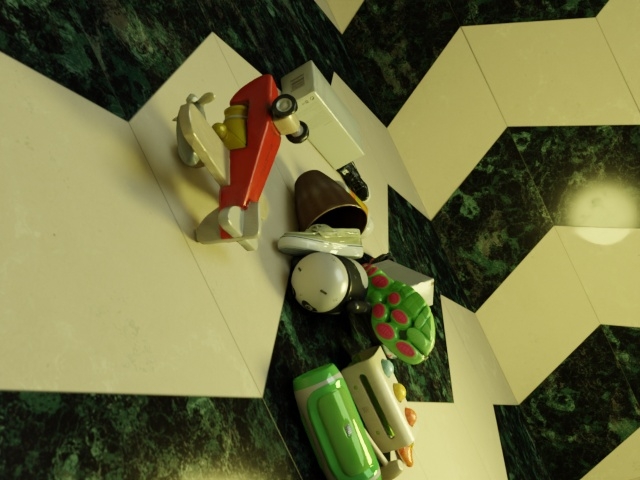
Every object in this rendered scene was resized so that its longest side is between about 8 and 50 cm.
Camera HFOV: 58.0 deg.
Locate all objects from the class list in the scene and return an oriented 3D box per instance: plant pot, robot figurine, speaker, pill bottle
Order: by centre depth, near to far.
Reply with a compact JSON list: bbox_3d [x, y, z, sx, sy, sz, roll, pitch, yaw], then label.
[{"bbox_3d":[0.038,0.449,1.362,0.297,0.131,0.131,67,21,6],"label":"speaker"},{"bbox_3d":[0.031,0.127,1.643,0.278,0.209,0.174,17,67,-63],"label":"robot figurine"},{"bbox_3d":[0.005,-0.111,1.835,0.215,0.215,0.231,36,21,-51],"label":"plant pot"},{"bbox_3d":[0.094,-0.100,2.078,0.245,0.136,0.137,39,33,-48],"label":"pill bottle"}]

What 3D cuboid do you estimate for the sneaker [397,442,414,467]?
[{"bbox_3d":[0.266,0.613,1.795,0.064,0.067,0.175,41,33,-49],"label":"sneaker"}]

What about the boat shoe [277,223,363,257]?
[{"bbox_3d":[0.000,0.000,1.698,0.302,0.109,0.094,7,75,-40],"label":"boat shoe"}]

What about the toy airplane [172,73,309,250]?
[{"bbox_3d":[-0.215,-0.168,1.340,0.384,0.272,0.387,-49,149,-56],"label":"toy airplane"}]

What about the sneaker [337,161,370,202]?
[{"bbox_3d":[0.126,-0.259,2.425,0.121,0.079,0.217,16,44,-58],"label":"sneaker"}]

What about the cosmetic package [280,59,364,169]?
[{"bbox_3d":[0.012,-0.491,2.299,0.385,0.156,0.217,47,28,-41],"label":"cosmetic package"}]

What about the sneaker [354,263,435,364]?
[{"bbox_3d":[0.220,0.234,1.766,0.202,0.185,0.483,61,-5,-28],"label":"sneaker"}]

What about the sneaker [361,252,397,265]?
[{"bbox_3d":[0.240,0.103,2.201,0.098,0.135,0.276,64,20,4],"label":"sneaker"}]

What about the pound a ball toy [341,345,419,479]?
[{"bbox_3d":[0.184,0.485,1.650,0.319,0.135,0.208,64,21,0],"label":"pound a ball toy"}]

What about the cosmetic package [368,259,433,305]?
[{"bbox_3d":[0.260,0.152,1.958,0.238,0.127,0.107,30,-54,53],"label":"cosmetic package"}]

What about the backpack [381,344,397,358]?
[{"bbox_3d":[0.286,0.298,2.040,0.253,0.191,0.225,-2,72,-63],"label":"backpack"}]
